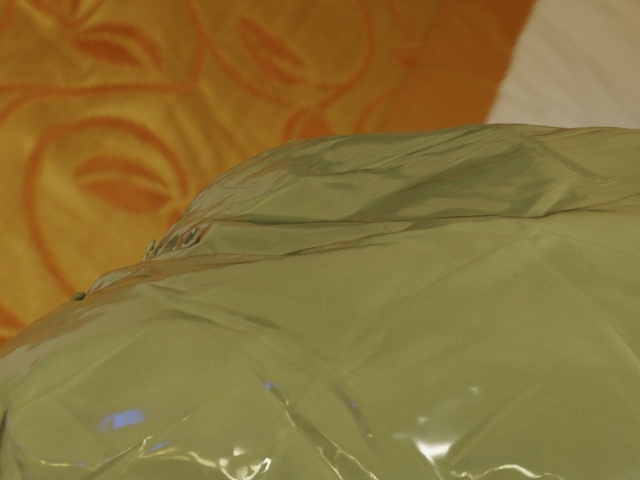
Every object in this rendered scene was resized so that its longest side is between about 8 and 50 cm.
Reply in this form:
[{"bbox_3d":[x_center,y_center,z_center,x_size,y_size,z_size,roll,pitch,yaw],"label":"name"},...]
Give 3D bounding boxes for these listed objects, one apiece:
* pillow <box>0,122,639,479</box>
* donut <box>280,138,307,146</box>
[{"bbox_3d":[0.045,0.021,0.496,0.281,0.274,0.076,-44,132,-57],"label":"pillow"},{"bbox_3d":[0.002,-0.001,1.130,0.166,0.065,0.108,50,32,-35],"label":"donut"}]
